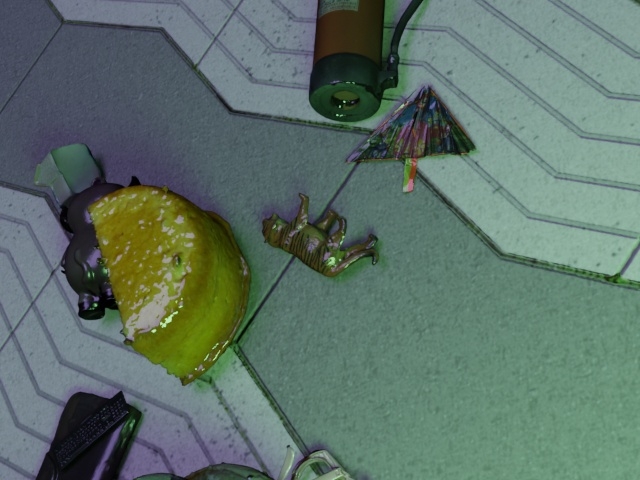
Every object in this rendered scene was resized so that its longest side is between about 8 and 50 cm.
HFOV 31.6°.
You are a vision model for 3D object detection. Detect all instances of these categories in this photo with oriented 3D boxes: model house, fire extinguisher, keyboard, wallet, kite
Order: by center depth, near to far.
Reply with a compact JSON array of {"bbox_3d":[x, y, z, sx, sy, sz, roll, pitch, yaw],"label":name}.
[{"bbox_3d":[0.137,-0.154,1.725,0.241,0.014,0.183,-6,64,36],"label":"kite"},{"bbox_3d":[-0.366,0.303,1.803,0.155,0.010,0.053,-41,44,7],"label":"keyboard"},{"bbox_3d":[-0.401,0.396,1.806,0.165,0.042,0.309,8,71,39],"label":"wallet"},{"bbox_3d":[0.080,-0.375,1.857,0.200,0.113,0.376,6,62,-6],"label":"fire extinguisher"},{"bbox_3d":[-0.478,-0.114,2.148,0.100,0.088,0.100,-39,76,45],"label":"model house"}]

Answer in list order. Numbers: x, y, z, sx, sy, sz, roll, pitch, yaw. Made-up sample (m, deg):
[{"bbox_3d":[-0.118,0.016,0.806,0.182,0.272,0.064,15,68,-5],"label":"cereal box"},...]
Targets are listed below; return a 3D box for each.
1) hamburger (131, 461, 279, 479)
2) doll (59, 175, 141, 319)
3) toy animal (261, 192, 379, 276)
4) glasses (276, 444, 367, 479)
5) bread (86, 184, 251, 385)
[{"bbox_3d":[-0.168,0.438,1.436,0.277,0.195,0.318,7,94,43],"label":"hamburger"},{"bbox_3d":[-0.376,0.004,1.963,0.182,0.117,0.257,-21,55,22],"label":"doll"},{"bbox_3d":[0.000,0.000,1.719,0.241,0.057,0.099,33,94,43],"label":"toy animal"},{"bbox_3d":[-0.040,0.376,1.499,0.255,0.095,0.162,-38,60,17],"label":"glasses"},{"bbox_3d":[-0.223,0.036,1.767,0.179,0.194,0.340,-32,54,12],"label":"bread"}]
